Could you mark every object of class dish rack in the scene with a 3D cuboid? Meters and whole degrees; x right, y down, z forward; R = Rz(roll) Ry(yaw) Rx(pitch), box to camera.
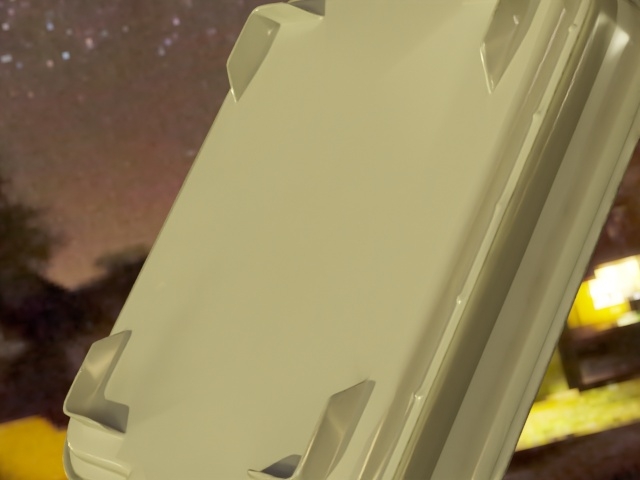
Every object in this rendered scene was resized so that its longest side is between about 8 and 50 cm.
[{"bbox_3d":[0.000,0.000,0.672,0.072,0.333,0.285,34,-18,-36],"label":"dish rack"}]
